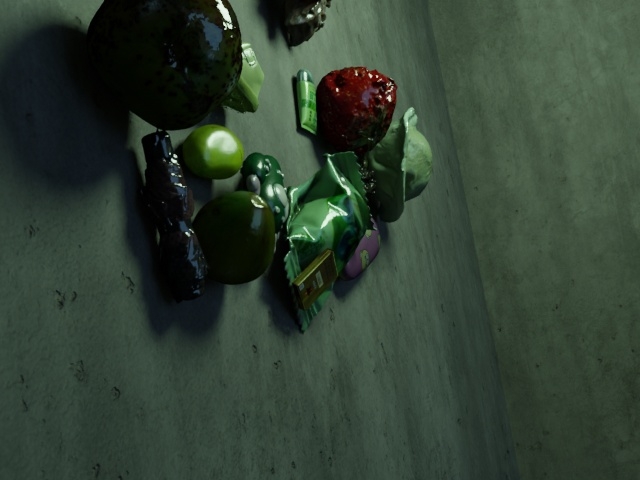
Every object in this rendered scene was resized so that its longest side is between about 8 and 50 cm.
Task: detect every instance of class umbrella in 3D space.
[{"bbox_3d":[-0.277,-0.047,1.520,0.094,0.090,0.326,-14,90,-63],"label":"umbrella"}]

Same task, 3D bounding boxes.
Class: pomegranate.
[{"bbox_3d":[-0.283,-0.358,1.514,0.341,0.285,0.285,-131,-162,-71],"label":"pomegranate"}]

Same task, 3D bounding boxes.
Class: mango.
[{"bbox_3d":[-0.224,-0.187,1.706,0.163,0.089,0.117,4,74,-64],"label":"mango"}]

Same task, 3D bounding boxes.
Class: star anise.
[{"bbox_3d":[-0.024,-0.692,2.251,0.331,0.117,0.332,13,90,-82],"label":"star anise"}]

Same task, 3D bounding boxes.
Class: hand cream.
[{"bbox_3d":[-0.037,-0.387,2.267,0.095,0.046,0.175,19,63,-65],"label":"hand cream"}]

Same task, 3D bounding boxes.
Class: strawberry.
[{"bbox_3d":[0.093,-0.390,2.368,0.220,0.274,0.274,44,14,22],"label":"strawberry"}]

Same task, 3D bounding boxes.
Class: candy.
[{"bbox_3d":[0.006,0.001,2.026,0.263,0.172,0.398,64,36,-37],"label":"candy"}]

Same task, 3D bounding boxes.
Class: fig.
[{"bbox_3d":[-0.168,-0.011,1.645,0.181,0.191,0.181,25,34,-18],"label":"fig"}]

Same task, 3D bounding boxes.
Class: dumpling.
[{"bbox_3d":[0.252,-0.234,2.531,0.211,0.270,0.321,-31,114,-20],"label":"dumpling"}]

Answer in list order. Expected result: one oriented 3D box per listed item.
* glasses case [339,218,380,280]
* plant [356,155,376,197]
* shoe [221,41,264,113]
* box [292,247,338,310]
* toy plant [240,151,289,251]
[{"bbox_3d":[0.104,0.017,2.328,0.316,0.075,0.123,-42,116,-63],"label":"glasses case"},{"bbox_3d":[0.119,-0.211,2.484,0.087,0.085,0.174,2,69,-64],"label":"plant"},{"bbox_3d":[-0.216,-0.378,1.782,0.262,0.140,0.128,52,44,-53],"label":"shoe"},{"bbox_3d":[-0.011,0.092,1.928,0.133,0.023,0.090,-46,139,-29],"label":"box"},{"bbox_3d":[-0.128,-0.086,1.828,0.243,0.112,0.233,-74,156,-74],"label":"toy plant"}]
